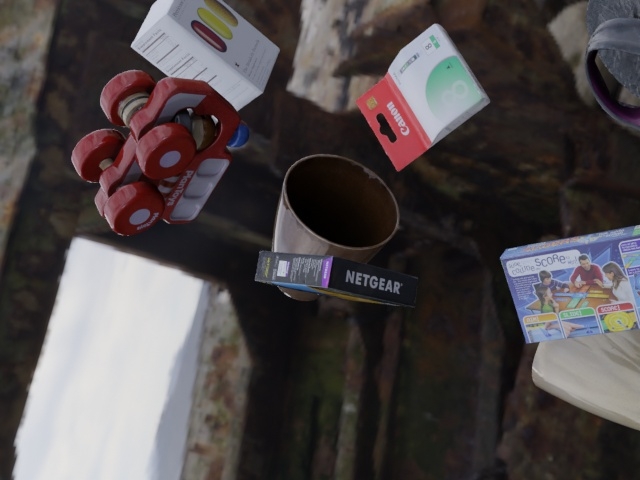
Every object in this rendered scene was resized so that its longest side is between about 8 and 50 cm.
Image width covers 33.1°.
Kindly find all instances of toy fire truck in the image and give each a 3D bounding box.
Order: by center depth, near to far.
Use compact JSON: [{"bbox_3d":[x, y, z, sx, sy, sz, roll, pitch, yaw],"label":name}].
[{"bbox_3d":[-0.253,-0.148,1.825,0.169,0.254,0.302,53,125,29],"label":"toy fire truck"}]

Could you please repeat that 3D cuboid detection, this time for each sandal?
[{"bbox_3d":[0.402,-0.189,1.272,0.445,0.107,0.167,-112,14,-49],"label":"sandal"}]

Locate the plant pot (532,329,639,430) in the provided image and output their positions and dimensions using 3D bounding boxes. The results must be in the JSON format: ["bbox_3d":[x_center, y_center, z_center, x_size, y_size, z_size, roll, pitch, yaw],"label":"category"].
[{"bbox_3d":[0.591,0.247,2.040,0.256,0.274,0.256,-30,-42,-31],"label":"plant pot"}]

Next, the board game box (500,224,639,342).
[{"bbox_3d":[0.360,0.061,1.462,0.035,0.201,0.136,-43,-62,-57],"label":"board game box"}]

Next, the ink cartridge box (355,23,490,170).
[{"bbox_3d":[0.181,-0.267,2.020,0.225,0.181,0.056,-36,-21,19],"label":"ink cartridge box"}]

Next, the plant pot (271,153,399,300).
[{"bbox_3d":[0.000,0.000,1.945,0.230,0.215,0.215,119,167,-46],"label":"plant pot"}]

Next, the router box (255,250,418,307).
[{"bbox_3d":[0.023,0.051,1.429,0.133,0.179,0.046,3,82,44],"label":"router box"}]

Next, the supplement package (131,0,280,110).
[{"bbox_3d":[-0.226,-0.382,2.134,0.134,0.244,0.139,-29,34,43],"label":"supplement package"}]
